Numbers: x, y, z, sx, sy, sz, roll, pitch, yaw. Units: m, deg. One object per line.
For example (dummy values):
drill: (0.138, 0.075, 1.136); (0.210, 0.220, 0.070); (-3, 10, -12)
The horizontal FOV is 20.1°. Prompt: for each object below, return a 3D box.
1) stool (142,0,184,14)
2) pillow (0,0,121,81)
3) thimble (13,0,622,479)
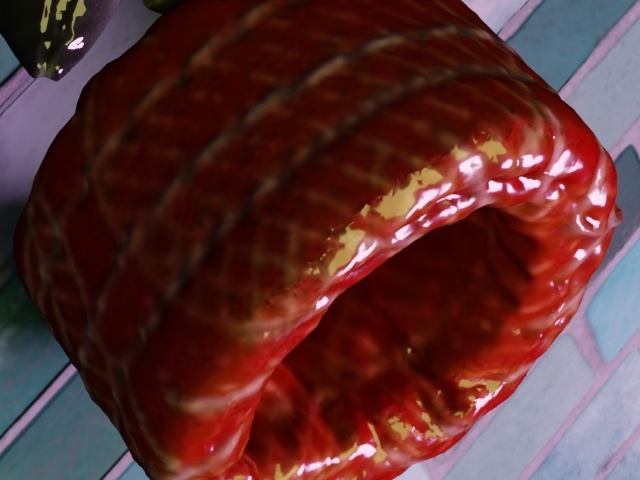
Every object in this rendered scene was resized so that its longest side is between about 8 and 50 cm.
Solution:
stool: (-0.077, -0.196, 1.130); (0.110, 0.134, 0.135); (2, 63, -40)
pillow: (-0.149, -0.197, 0.981); (0.106, 0.250, 0.186); (11, 101, -20)
thimble: (0.000, 0.000, 1.136); (0.350, 0.230, 0.350); (-26, 146, -19)
